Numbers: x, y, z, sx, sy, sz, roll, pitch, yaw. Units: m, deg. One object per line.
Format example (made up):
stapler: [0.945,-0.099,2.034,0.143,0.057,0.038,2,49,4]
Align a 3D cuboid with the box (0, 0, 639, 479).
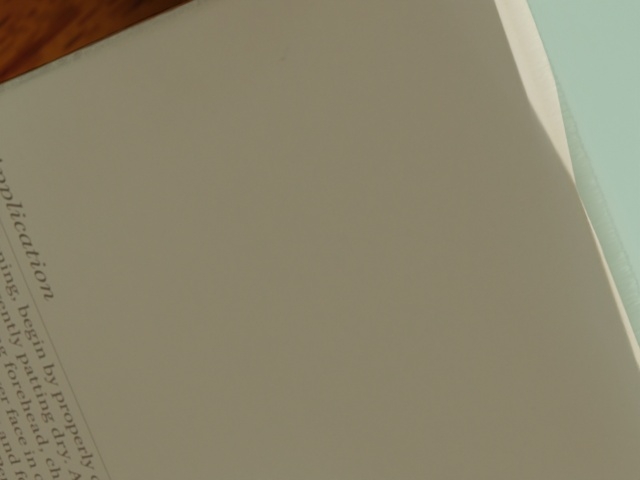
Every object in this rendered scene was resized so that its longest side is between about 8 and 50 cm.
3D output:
box: [0.000,0.000,0.533,0.345,0.215,0.168,-15,100,42]
